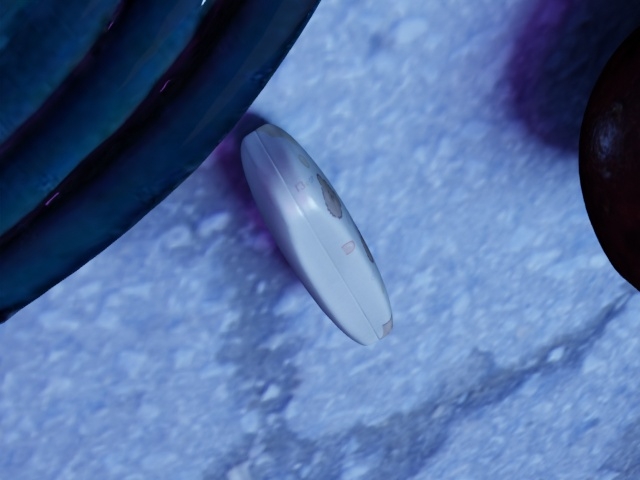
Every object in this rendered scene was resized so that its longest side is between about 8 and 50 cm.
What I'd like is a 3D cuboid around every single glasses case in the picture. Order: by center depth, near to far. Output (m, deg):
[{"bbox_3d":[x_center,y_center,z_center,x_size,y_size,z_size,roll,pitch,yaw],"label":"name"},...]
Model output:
[{"bbox_3d":[0.000,0.000,0.780,0.041,0.063,0.164,-30,141,2],"label":"glasses case"}]

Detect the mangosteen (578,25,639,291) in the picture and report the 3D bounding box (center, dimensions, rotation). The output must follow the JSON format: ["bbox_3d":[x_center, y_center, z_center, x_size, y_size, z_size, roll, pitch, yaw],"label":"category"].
[{"bbox_3d":[0.236,-0.075,0.767,0.215,0.215,0.257,-18,109,-16],"label":"mangosteen"}]

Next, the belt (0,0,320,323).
[{"bbox_3d":[-0.167,-0.115,0.358,0.436,0.173,0.300,-23,118,21],"label":"belt"}]
